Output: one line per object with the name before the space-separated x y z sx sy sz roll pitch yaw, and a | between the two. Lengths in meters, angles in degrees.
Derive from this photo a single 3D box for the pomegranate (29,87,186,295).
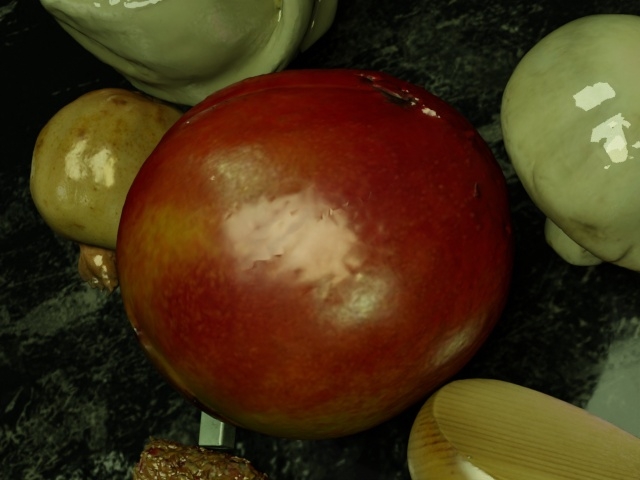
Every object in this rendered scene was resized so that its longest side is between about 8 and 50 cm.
pomegranate | -0.221 -0.072 1.308 0.207 0.207 0.207 -9 69 25

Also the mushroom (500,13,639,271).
mushroom | 0.280 -0.072 1.056 0.260 0.254 0.234 48 142 12

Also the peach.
peach | 0.000 0.000 1.080 0.370 0.370 0.370 -9 69 25

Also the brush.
brush | 0.190 0.242 1.019 0.266 0.174 0.166 15 115 0

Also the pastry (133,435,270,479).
pastry | -0.122 0.243 1.203 0.169 0.087 0.063 6 113 29

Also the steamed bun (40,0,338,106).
steamed bun | -0.120 -0.293 1.293 0.342 0.255 0.368 -14 36 24

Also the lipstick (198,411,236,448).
lipstick | -0.106 0.159 1.265 0.030 0.030 0.129 -5 70 27
